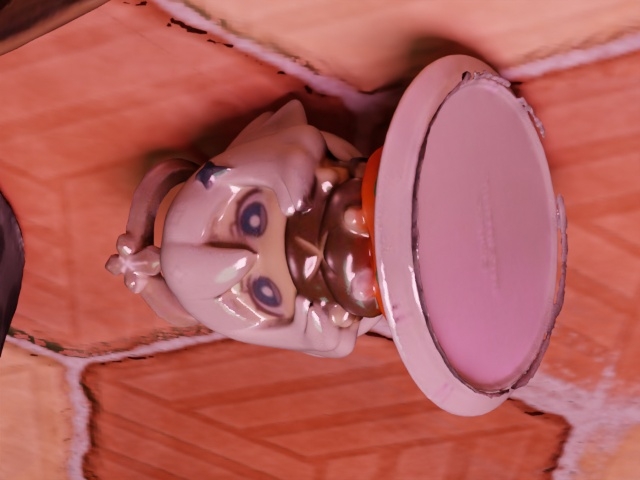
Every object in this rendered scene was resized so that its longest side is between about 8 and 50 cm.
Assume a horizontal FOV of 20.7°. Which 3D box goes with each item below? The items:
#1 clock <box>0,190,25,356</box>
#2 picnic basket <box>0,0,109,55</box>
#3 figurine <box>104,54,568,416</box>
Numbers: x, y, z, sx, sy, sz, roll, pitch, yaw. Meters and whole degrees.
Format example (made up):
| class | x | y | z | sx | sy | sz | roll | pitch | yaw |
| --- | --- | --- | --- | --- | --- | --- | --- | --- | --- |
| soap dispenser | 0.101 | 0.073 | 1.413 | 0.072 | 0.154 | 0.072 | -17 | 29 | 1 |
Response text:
| class | x | y | z | sx | sy | sz | roll | pitch | yaw |
| --- | --- | --- | --- | --- | --- | --- | --- | --- | --- |
| clock | -0.292 | 0.009 | 0.745 | 0.325 | 0.067 | 0.325 | 5 | 145 | 3 |
| picnic basket | -0.092 | -0.168 | 0.254 | 0.254 | 0.291 | 0.321 | -20 | 129 | 33 |
| figurine | 0.000 | 0.000 | 0.656 | 0.154 | 0.132 | 0.132 | -2 | 147 | 33 |
